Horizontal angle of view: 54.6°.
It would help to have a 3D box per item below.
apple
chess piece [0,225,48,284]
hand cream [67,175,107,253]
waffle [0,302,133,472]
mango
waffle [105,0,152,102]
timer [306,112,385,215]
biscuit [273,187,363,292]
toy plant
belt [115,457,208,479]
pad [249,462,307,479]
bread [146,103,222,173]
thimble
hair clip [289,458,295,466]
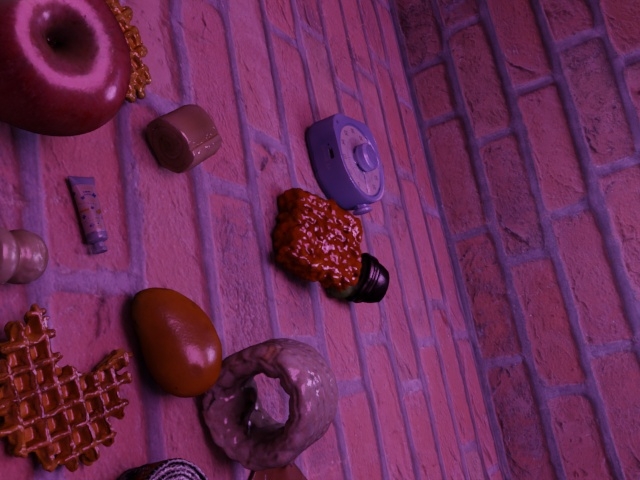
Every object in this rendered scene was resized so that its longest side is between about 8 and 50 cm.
[{"bbox_3d":[-0.538,-0.356,1.171,0.345,0.269,0.344,3,86,-46],"label":"apple"},{"bbox_3d":[-0.564,0.024,1.029,0.243,0.133,0.133,8,67,-63],"label":"chess piece"},{"bbox_3d":[-0.481,-0.056,1.297,0.065,0.043,0.170,-3,74,-57],"label":"hand cream"},{"bbox_3d":[-0.467,0.274,1.106,0.293,0.069,0.259,46,40,-43],"label":"waffle"},{"bbox_3d":[-0.306,0.214,1.345,0.175,0.139,0.254,-13,79,-65],"label":"mango"},{"bbox_3d":[-0.523,-0.475,1.459,0.307,0.060,0.311,-2,74,-60],"label":"waffle"},{"bbox_3d":[0.126,-0.284,2.368,0.395,0.173,0.394,40,41,-45],"label":"timer"},{"bbox_3d":[0.000,0.000,1.971,0.318,0.110,0.312,30,46,-27],"label":"biscuit"},{"bbox_3d":[0.116,0.112,2.135,0.235,0.175,0.218,24,55,-22],"label":"toy plant"},{"bbox_3d":[-0.301,0.543,1.146,0.207,0.150,0.257,23,53,-44],"label":"belt"},{"bbox_3d":[-0.100,0.686,1.549,0.284,0.018,0.286,58,31,-23],"label":"pad"},{"bbox_3d":[-0.345,-0.256,1.562,0.148,0.134,0.141,53,36,-8],"label":"bread"},{"bbox_3d":[-0.119,0.368,1.442,0.195,0.292,0.291,-3,76,-65],"label":"thimble"},{"bbox_3d":[-0.074,0.557,1.652,0.054,0.022,0.137,61,16,2],"label":"hair clip"}]
